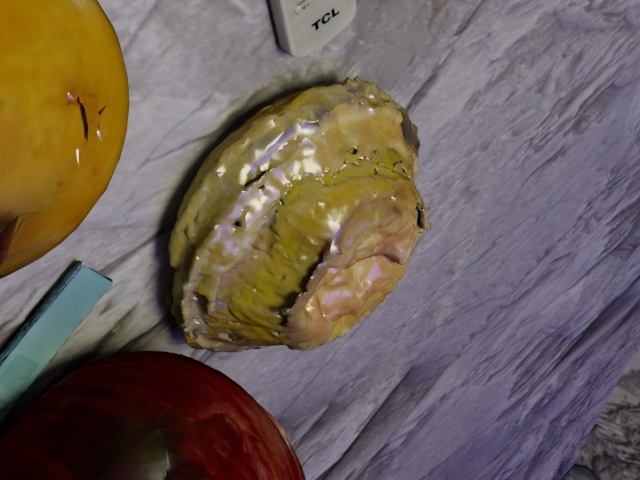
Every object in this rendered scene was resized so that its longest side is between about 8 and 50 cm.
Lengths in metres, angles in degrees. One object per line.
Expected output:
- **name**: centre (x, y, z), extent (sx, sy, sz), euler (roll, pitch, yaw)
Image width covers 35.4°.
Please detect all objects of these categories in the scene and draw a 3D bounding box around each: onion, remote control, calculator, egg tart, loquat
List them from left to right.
- **loquat**: centre (-0.229, -0.075, 0.562), extent (0.235, 0.235, 0.235), euler (-34, 145, -28)
- **calculator**: centre (-0.256, 0.094, 0.905), extent (0.172, 0.018, 0.057), euler (-51, 151, -3)
- **onion**: centre (-0.170, 0.266, 0.907), extent (0.341, 0.341, 0.341), euler (-34, 145, -28)
- **remote control**: centre (-0.012, -0.246, 0.873), extent (0.087, 0.029, 0.190), euler (-40, 148, -20)
- **egg tart**: centre (0.000, 0.000, 1.037), extent (0.352, 0.150, 0.352), euler (-33, 147, -25)
